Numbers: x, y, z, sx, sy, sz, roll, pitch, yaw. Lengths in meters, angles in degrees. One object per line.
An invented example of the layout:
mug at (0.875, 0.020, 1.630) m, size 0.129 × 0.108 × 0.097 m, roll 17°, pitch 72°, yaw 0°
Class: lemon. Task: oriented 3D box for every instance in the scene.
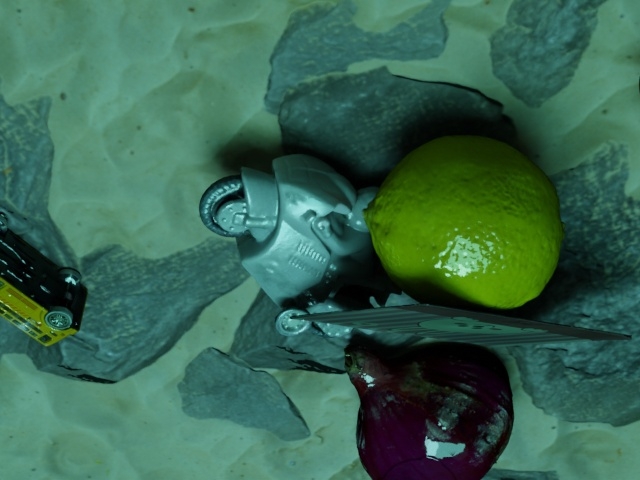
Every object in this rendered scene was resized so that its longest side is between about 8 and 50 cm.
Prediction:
lemon at (0.139, -0.014, 1.520) m, size 0.203 × 0.178 × 0.178 m, roll 6°, pitch 133°, yaw -7°

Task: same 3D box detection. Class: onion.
onion at (0.105, 0.196, 1.753) m, size 0.218 × 0.140 × 0.195 m, roll 39°, pitch 131°, yaw -23°

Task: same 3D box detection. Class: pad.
pad at (0.145, 0.089, 1.587) m, size 0.299 × 0.005 × 0.202 m, roll 11°, pitch 167°, yaw -40°

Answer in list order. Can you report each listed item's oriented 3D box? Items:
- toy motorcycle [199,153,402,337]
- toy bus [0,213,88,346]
toy motorcycle at (0.000, 0.000, 1.599) m, size 0.171 × 0.110 × 0.260 m, roll -31°, pitch 129°, yaw 14°
toy bus at (-0.330, 0.043, 1.680) m, size 0.074 × 0.070 × 0.162 m, roll -31°, pitch 124°, yaw 30°
